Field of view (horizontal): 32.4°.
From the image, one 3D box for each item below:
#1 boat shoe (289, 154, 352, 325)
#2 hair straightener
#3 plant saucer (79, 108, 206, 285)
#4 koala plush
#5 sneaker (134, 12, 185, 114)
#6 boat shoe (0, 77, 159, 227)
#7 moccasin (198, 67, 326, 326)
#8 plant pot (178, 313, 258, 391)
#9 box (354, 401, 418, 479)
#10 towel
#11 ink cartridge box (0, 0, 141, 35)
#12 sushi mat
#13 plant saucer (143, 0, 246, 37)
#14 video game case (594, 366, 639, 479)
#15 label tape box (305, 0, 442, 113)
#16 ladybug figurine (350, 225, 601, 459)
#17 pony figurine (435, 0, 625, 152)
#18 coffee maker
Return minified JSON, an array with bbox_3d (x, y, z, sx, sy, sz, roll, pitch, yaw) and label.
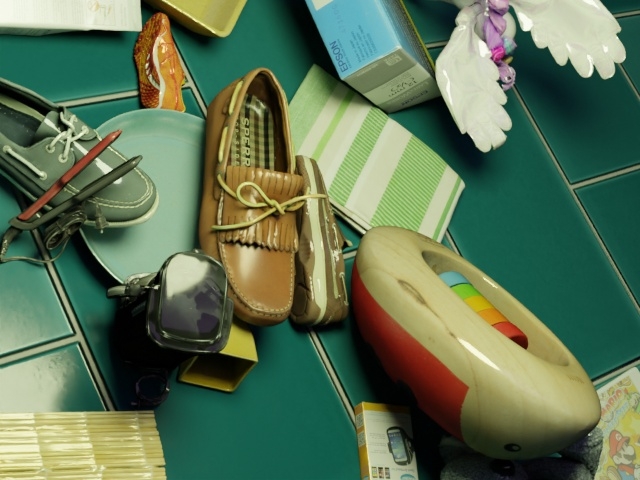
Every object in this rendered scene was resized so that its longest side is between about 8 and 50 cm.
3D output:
[{"bbox_3d":[-0.004,0.002,1.620,0.095,0.095,0.257,7,71,-33],"label":"boat shoe"},{"bbox_3d":[-0.310,-0.036,1.384,0.089,0.230,0.047,49,10,-11],"label":"hair straightener"},{"bbox_3d":[-0.201,-0.039,1.546,0.318,0.044,0.317,16,56,-24],"label":"plant saucer"},{"bbox_3d":[0.265,0.361,1.546,0.221,0.203,0.196,10,48,-3],"label":"koala plush"},{"bbox_3d":[-0.237,-0.260,1.650,0.067,0.064,0.175,20,58,-46],"label":"sneaker"},{"bbox_3d":[-0.353,-0.122,1.420,0.319,0.099,0.116,29,59,2],"label":"boat shoe"},{"bbox_3d":[-0.081,-0.065,1.512,0.139,0.147,0.380,16,56,-24],"label":"moccasin"},{"bbox_3d":[-0.137,0.139,1.462,0.081,0.081,0.083,16,46,-24],"label":"plant pot"},{"bbox_3d":[0.093,0.298,1.547,0.081,0.028,0.136,10,61,-27],"label":"box"},{"bbox_3d":[0.074,-0.114,1.768,0.325,0.038,0.248,35,49,-8],"label":"towel"},{"bbox_3d":[-0.380,-0.390,1.579,0.232,0.066,0.189,-4,92,-36],"label":"ink cartridge box"},{"bbox_3d":[-0.332,0.275,1.298,0.317,0.019,0.151,5,60,-30],"label":"sushi mat"},{"bbox_3d":[-0.252,-0.491,1.750,0.333,0.081,0.332,30,52,-13],"label":"plant saucer"},{"bbox_3d":[0.496,0.335,1.778,0.227,0.026,0.206,-22,76,-38],"label":"video game case"},{"bbox_3d":[0.089,-0.349,1.835,0.249,0.115,0.348,66,14,16],"label":"label tape box"},{"bbox_3d":[0.189,0.143,1.536,0.305,0.162,0.449,17,22,-44],"label":"ladybug figurine"},{"bbox_3d":[0.278,-0.359,1.827,0.303,0.363,0.351,-35,97,0],"label":"pony figurine"},{"bbox_3d":[-0.178,0.109,1.354,0.120,0.178,0.171,-13,86,-25],"label":"coffee maker"}]
